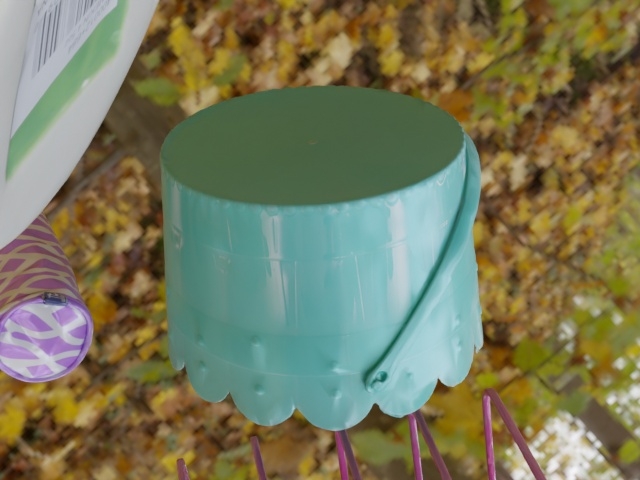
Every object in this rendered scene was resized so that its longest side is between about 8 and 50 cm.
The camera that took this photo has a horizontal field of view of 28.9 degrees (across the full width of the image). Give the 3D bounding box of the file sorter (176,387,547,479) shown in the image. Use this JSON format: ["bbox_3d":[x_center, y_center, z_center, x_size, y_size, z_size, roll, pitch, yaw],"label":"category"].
[{"bbox_3d":[0.037,0.257,1.016,0.290,0.182,0.202,-12,-155,-6],"label":"file sorter"}]

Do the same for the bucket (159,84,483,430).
[{"bbox_3d":[0.000,0.000,1.004,0.281,0.281,0.183,-44,139,-51],"label":"bucket"}]

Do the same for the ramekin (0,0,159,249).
[{"bbox_3d":[-0.176,-0.135,0.594,0.303,0.148,0.303,25,90,-88],"label":"ramekin"}]

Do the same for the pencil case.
[{"bbox_3d":[-0.249,0.033,1.014,0.206,0.088,0.086,51,-47,53],"label":"pencil case"}]
